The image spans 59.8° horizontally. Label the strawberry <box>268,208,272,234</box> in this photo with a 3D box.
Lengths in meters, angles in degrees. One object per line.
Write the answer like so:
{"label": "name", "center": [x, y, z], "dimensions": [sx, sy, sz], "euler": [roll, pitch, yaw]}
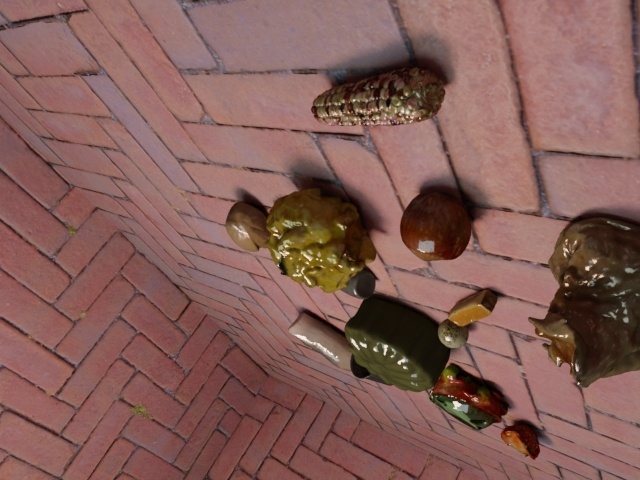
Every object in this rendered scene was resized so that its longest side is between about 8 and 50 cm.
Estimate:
{"label": "strawberry", "center": [-0.085, -0.034, 1.585], "dimensions": [0.131, 0.148, 0.131], "euler": [-10, 150, -6]}

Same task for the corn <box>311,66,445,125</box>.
{"label": "corn", "center": [0.091, -0.243, 0.964], "dimensions": [0.280, 0.092, 0.092], "euler": [11, 148, 50]}

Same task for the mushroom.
{"label": "mushroom", "center": [0.055, 0.439, 2.291], "dimensions": [0.396, 0.126, 0.177], "euler": [31, 167, 7]}

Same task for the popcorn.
{"label": "popcorn", "center": [0.000, 0.000, 1.402], "dimensions": [0.252, 0.215, 0.286], "euler": [-26, 125, 27]}

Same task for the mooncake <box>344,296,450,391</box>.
{"label": "mooncake", "center": [0.240, 0.346, 1.789], "dimensions": [0.351, 0.187, 0.351], "euler": [27, 154, 15]}

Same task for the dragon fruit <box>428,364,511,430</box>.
{"label": "dragon fruit", "center": [0.504, 0.550, 1.921], "dimensions": [0.295, 0.130, 0.268], "euler": [42, 161, -20]}

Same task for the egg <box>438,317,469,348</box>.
{"label": "egg", "center": [0.375, 0.263, 1.569], "dimensions": [0.085, 0.085, 0.110], "euler": [22, 157, 26]}

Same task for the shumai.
{"label": "shumai", "center": [0.513, 0.148, 0.947], "dimensions": [0.313, 0.263, 0.267], "euler": [30, 158, 4]}

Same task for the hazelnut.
{"label": "hazelnut", "center": [0.232, -0.030, 1.137], "dimensions": [0.143, 0.143, 0.154], "euler": [50, 168, -34]}

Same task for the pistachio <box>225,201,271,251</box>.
{"label": "pistachio", "center": [-0.219, -0.037, 1.735], "dimensions": [0.135, 0.136, 0.226], "euler": [23, 162, 24]}

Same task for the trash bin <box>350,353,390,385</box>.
{"label": "trash bin", "center": [0.227, 0.457, 2.071], "dimensions": [0.161, 0.176, 0.175], "euler": [32, 161, -30]}

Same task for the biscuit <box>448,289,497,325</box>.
{"label": "biscuit", "center": [0.386, 0.172, 1.417], "dimensions": [0.052, 0.056, 0.188], "euler": [36, 158, 0]}

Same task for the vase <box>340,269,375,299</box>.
{"label": "vase", "center": [0.069, 0.120, 1.710], "dimensions": [0.214, 0.086, 0.086], "euler": [10, 147, 53]}

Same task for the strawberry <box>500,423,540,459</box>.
{"label": "strawberry", "center": [0.715, 0.701, 1.978], "dimensions": [0.192, 0.085, 0.140], "euler": [47, 162, -16]}
